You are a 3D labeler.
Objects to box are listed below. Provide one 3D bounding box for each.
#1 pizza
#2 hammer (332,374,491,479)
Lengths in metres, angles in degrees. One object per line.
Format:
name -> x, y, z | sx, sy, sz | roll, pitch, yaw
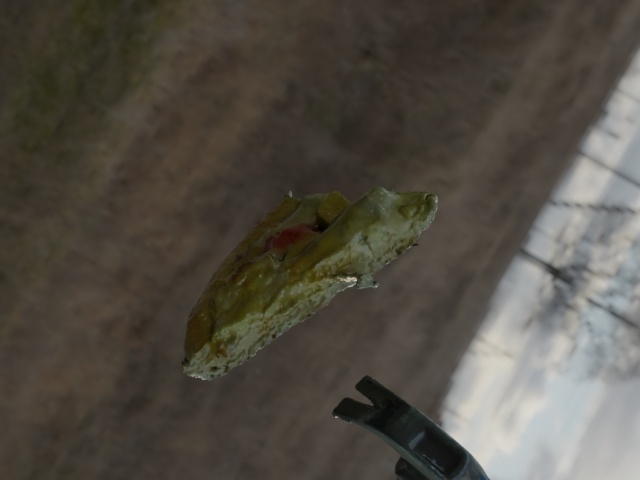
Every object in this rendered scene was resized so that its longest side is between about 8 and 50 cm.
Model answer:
pizza -> 0.000, 0.000, 1.658 | 0.288, 0.075, 0.280 | -28, -159, 31
hammer -> 0.084, 0.182, 1.243 | 0.041, 0.159, 0.226 | -47, 163, -12
